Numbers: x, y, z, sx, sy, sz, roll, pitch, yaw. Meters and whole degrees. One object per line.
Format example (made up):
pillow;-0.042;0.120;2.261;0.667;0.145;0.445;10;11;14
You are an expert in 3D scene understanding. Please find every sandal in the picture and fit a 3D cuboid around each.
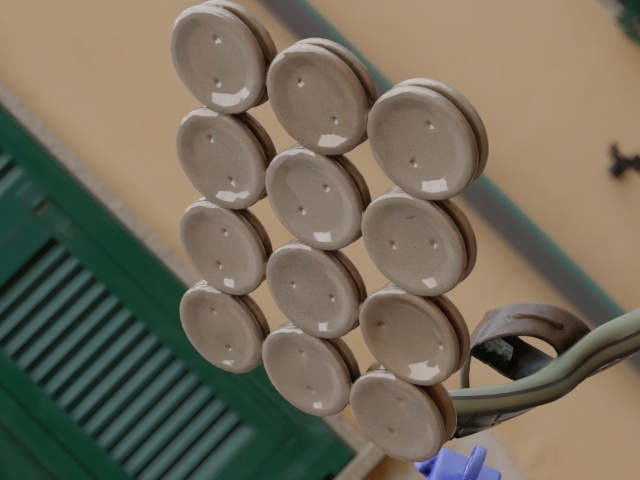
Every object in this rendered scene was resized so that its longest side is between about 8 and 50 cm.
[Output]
sandal;0.173;0.088;1.204;0.302;0.086;0.120;-21;-9;-32

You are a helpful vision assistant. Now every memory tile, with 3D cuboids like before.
memory tile;0.000;0.000;0.480;0.012;0.113;0.148;-41;-35;-43

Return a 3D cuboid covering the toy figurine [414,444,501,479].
toy figurine;0.150;0.280;1.407;0.362;0.191;0.217;-52;-24;-63
